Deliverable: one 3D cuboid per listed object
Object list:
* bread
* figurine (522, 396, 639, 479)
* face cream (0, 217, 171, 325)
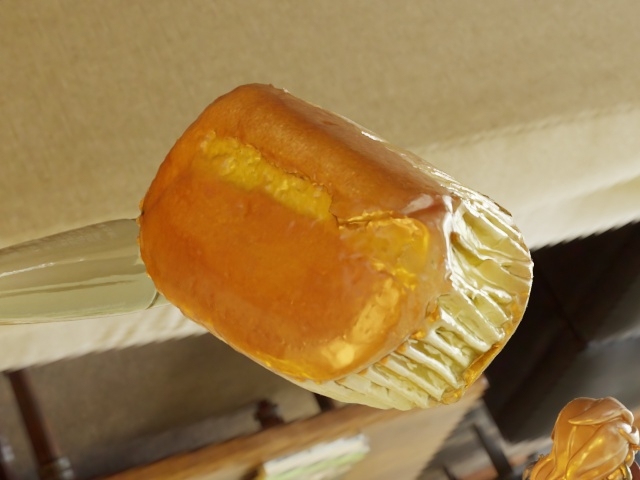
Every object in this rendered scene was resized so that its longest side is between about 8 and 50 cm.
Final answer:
[{"bbox_3d":[0.000,0.000,1.006,0.204,0.288,0.156,-55,141,-4],"label":"bread"},{"bbox_3d":[0.251,0.217,1.278,0.114,0.126,0.157,-57,157,-25],"label":"figurine"},{"bbox_3d":[-0.253,0.038,1.147,0.341,0.084,0.137,-11,176,-39],"label":"face cream"}]
